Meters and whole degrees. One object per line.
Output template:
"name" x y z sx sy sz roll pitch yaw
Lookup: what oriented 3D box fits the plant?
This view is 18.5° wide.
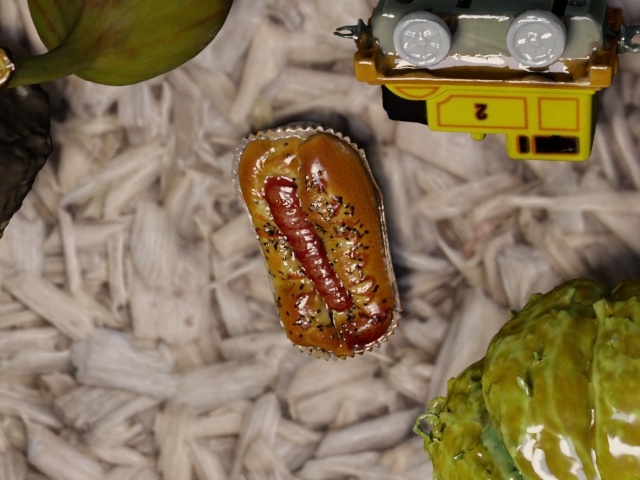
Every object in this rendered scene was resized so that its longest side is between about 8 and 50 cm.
"plant" -0.321 -0.034 1.471 0.146 0.149 0.274 33 127 -31

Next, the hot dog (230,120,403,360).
"hot dog" 0.000 0.000 1.457 0.108 0.059 0.191 -9 113 22

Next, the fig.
"fig" -0.139 -0.156 1.309 0.151 0.259 0.151 3 120 5

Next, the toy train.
"toy train" 0.118 -0.120 1.358 0.219 0.089 0.127 2 124 12

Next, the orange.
"orange" 0.227 0.171 1.388 0.300 0.223 0.301 41 120 6
